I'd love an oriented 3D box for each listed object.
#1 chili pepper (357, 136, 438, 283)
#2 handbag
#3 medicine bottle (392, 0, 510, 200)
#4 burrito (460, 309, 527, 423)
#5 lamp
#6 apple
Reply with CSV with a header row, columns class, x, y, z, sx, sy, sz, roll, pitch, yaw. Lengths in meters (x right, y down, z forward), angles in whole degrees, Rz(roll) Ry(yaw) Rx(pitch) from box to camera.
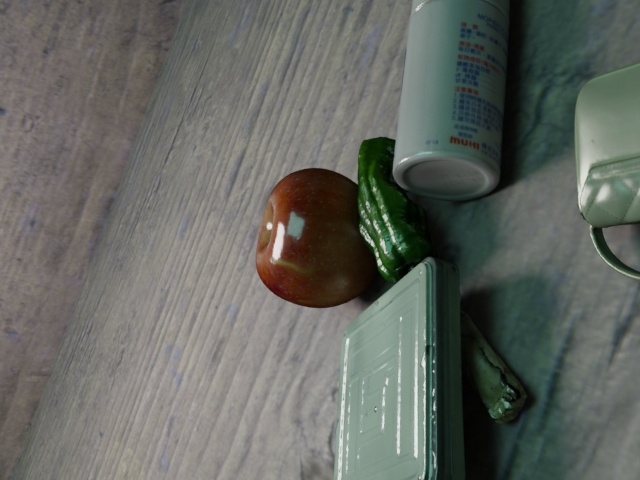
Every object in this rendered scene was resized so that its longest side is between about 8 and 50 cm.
class,x,y,z,sx,sy,sz,roll,pitch,yaw
chili pepper,0.092,-0.048,1.059,0.083,0.099,0.253,-38,36,27
handbag,0.337,-0.063,0.713,0.256,0.079,0.219,-10,74,57
medicine bottle,0.171,-0.228,1.026,0.130,0.130,0.340,-21,55,53
burrito,0.172,0.134,0.891,0.051,0.042,0.171,-65,32,20
lamp,0.085,0.185,0.949,0.266,0.047,0.268,129,149,-57
apple,0.000,0.000,1.142,0.201,0.162,0.201,-168,90,-76
